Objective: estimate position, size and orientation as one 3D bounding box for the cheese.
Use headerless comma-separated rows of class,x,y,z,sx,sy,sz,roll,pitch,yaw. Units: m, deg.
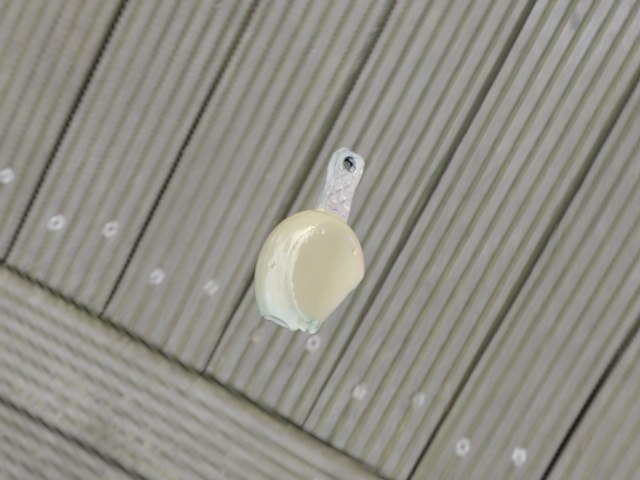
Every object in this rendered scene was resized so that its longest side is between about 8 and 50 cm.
cheese,0.004,0.005,1.472,0.048,0.171,0.092,-2,135,50
